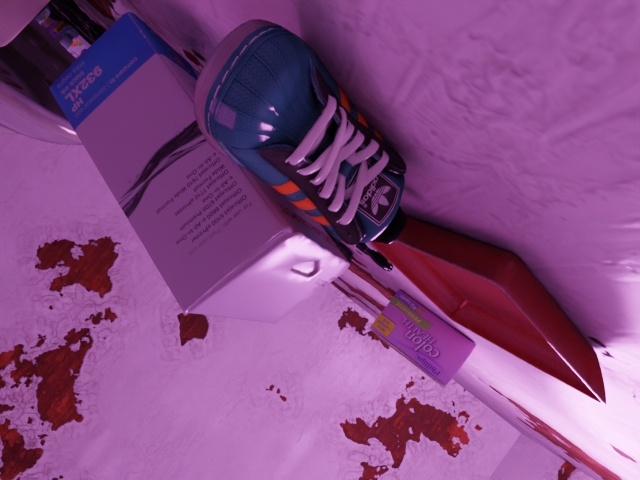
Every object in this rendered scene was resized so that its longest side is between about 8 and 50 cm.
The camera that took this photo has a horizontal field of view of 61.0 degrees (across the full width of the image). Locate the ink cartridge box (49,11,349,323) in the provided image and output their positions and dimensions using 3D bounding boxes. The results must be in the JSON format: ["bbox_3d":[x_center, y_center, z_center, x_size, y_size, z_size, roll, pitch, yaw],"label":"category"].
[{"bbox_3d":[-0.125,-0.066,0.619,0.307,0.129,0.223,53,-173,19],"label":"ink cartridge box"}]

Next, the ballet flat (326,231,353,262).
[{"bbox_3d":[0.000,0.000,1.263,0.173,0.049,0.057,38,173,-1],"label":"ballet flat"}]

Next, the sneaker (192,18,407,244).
[{"bbox_3d":[0.013,-0.068,0.450,0.121,0.108,0.302,35,-178,19],"label":"sneaker"}]

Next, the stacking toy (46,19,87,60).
[{"bbox_3d":[-0.471,-0.368,0.975,0.221,0.052,0.167,32,171,47],"label":"stacking toy"}]

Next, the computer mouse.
[{"bbox_3d":[0.054,-0.013,0.947,0.242,0.041,0.071,34,-174,-37],"label":"computer mouse"}]

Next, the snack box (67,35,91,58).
[{"bbox_3d":[-0.519,-0.387,1.182,0.141,0.100,0.037,45,-151,-51],"label":"snack box"}]

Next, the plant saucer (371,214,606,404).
[{"bbox_3d":[0.186,0.061,0.638,0.258,0.047,0.259,42,172,-31],"label":"plant saucer"}]

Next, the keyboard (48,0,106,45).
[{"bbox_3d":[-0.464,-0.417,0.951,0.202,0.033,0.317,32,172,45],"label":"keyboard"}]

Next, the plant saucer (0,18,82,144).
[{"bbox_3d":[-0.458,-0.251,0.723,0.400,0.100,0.400,47,-173,-7],"label":"plant saucer"}]

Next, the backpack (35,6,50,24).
[{"bbox_3d":[-0.607,-0.465,1.075,0.114,0.105,0.084,41,175,24],"label":"backpack"}]

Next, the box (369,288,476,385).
[{"bbox_3d":[0.251,0.246,1.328,0.214,0.117,0.243,36,175,19],"label":"box"}]

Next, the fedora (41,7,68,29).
[{"bbox_3d":[-0.639,-0.432,1.289,0.334,0.152,0.334,38,174,4],"label":"fedora"}]

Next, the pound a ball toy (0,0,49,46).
[{"bbox_3d":[-0.439,-0.402,0.597,0.319,0.136,0.208,43,-162,-37],"label":"pound a ball toy"}]
